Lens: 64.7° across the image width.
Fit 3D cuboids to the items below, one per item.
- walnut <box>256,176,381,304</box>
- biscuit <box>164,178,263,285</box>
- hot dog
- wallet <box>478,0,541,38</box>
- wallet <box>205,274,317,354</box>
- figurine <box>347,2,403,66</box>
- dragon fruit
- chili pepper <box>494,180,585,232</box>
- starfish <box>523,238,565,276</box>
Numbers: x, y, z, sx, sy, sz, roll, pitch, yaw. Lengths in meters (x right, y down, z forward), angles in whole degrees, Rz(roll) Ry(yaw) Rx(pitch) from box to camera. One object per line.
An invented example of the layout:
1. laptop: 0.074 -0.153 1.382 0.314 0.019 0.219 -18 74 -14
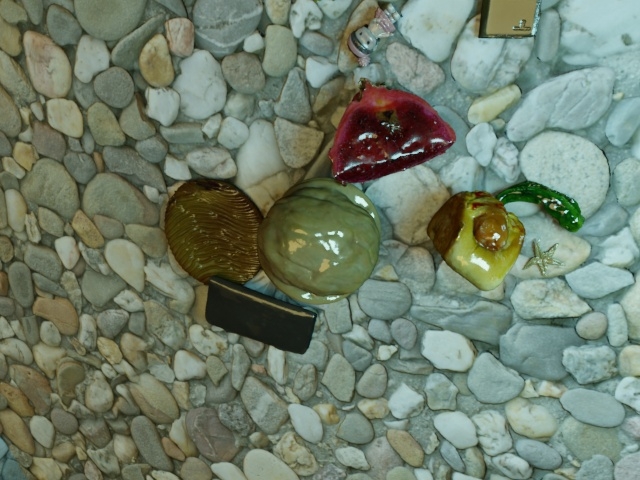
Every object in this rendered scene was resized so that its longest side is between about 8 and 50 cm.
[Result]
1. walnut: 0.000 0.000 1.120 0.286 0.296 0.284 0 92 -9
2. biscuit: -0.289 -0.013 1.367 0.318 0.040 0.317 8 112 20
3. hot dog: 0.314 -0.017 1.012 0.150 0.256 0.153 34 105 -8
4. wallet: 0.361 -0.481 0.939 0.110 0.031 0.197 9 113 18
5. wallet: -0.167 0.207 1.380 0.310 0.042 0.165 17 124 8
6. figurine: 0.114 -0.429 1.049 0.129 0.054 0.072 -39 107 21
7. dragon fruit: 0.131 -0.239 1.077 0.262 0.134 0.211 -13 88 -2
8. chili pepper: 0.455 -0.077 1.041 0.182 0.050 0.073 22 124 16
9. starfish: 0.478 0.039 1.094 0.086 0.016 0.092 -18 107 25
